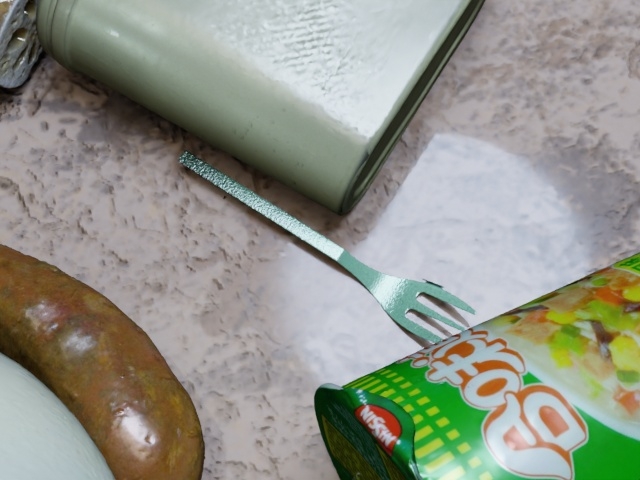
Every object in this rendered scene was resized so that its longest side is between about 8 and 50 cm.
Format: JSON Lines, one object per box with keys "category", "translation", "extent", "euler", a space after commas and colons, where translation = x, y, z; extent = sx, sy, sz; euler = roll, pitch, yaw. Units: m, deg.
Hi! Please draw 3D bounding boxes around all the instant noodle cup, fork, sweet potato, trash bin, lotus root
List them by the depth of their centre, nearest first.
{"category": "instant noodle cup", "translation": [0.145, 0.114, 0.588], "extent": [0.233, 0.207, 0.207], "euler": [-28, 74, -13]}
{"category": "sweet potato", "translation": [-0.175, 0.069, 0.663], "extent": [0.292, 0.097, 0.097], "euler": [40, 78, 21]}
{"category": "fork", "translation": [0.000, 0.001, 0.711], "extent": [0.235, 0.021, 0.039], "euler": [32, 73, 12]}
{"category": "trash bin", "translation": [-0.029, -0.172, 0.717], "extent": [0.247, 0.121, 0.243], "euler": [30, 76, 7]}
{"category": "lotus root", "translation": [-0.239, -0.167, 0.720], "extent": [0.081, 0.112, 0.122], "euler": [26, 74, 2]}

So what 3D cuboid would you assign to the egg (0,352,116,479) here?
{"category": "egg", "translation": [-0.218, 0.200, 0.489], "extent": [0.283, 0.283, 0.345], "euler": [-5, 48, 0]}
